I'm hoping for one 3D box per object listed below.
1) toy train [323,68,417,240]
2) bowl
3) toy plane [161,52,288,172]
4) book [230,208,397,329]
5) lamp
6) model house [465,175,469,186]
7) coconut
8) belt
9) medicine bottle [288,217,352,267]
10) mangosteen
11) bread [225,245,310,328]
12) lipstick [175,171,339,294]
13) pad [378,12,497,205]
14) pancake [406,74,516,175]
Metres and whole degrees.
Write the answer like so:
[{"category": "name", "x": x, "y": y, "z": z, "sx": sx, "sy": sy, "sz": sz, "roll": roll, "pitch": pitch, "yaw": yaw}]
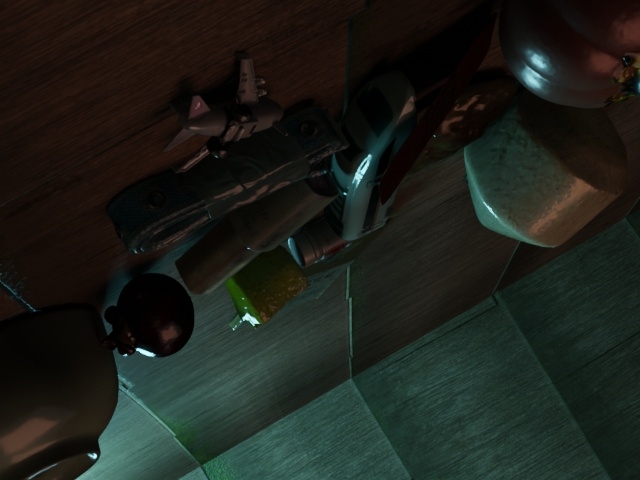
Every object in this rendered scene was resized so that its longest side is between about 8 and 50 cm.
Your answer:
[{"category": "toy train", "x": 0.060, "y": -0.111, "z": 1.564, "sx": 0.088, "sy": 0.086, "sz": 0.407, "roll": -25, "pitch": 163, "yaw": -12}, {"category": "bowl", "x": -0.426, "y": 0.261, "z": 1.599, "sx": 0.354, "sy": 0.185, "sz": 0.354, "roll": -29, "pitch": 165, "yaw": -9}, {"category": "toy plane", "x": -0.095, "y": -0.133, "z": 1.237, "sx": 0.171, "sy": 0.065, "sz": 0.162, "roll": -7, "pitch": 141, "yaw": -47}, {"category": "book", "x": -0.016, "y": 0.055, "z": 2.057, "sx": 0.217, "sy": 0.021, "sz": 0.310, "roll": -18, "pitch": 160, "yaw": -40}, {"category": "lamp", "x": 0.363, "y": -0.271, "z": 1.337, "sx": 0.305, "sy": 0.239, "sz": 0.305, "roll": -29, "pitch": 164, "yaw": -9}, {"category": "model house", "x": 0.433, "y": -0.117, "z": 2.132, "sx": 0.207, "sy": 0.154, "sz": 0.294, "roll": -43, "pitch": 162, "yaw": 33}, {"category": "coconut", "x": 0.346, "y": -0.113, "z": 1.827, "sx": 0.237, "sy": 0.237, "sz": 0.266, "roll": -11, "pitch": 148, "yaw": -53}, {"category": "belt", "x": -0.109, "y": -0.075, "z": 1.377, "sx": 0.302, "sy": 0.072, "sz": 0.087, "roll": -26, "pitch": 160, "yaw": -13}, {"category": "medicine bottle", "x": 0.000, "y": 0.000, "z": 1.839, "sx": 0.091, "sy": 0.058, "sz": 0.058, "roll": -27, "pitch": 164, "yaw": -18}, {"category": "mangosteen", "x": -0.245, "y": 0.112, "z": 1.599, "sx": 0.140, "sy": 0.140, "sz": 0.140, "roll": -29, "pitch": 165, "yaw": -9}, {"category": "bread", "x": -0.090, "y": 0.070, "z": 1.791, "sx": 0.114, "sy": 0.111, "sz": 0.129, "roll": -32, "pitch": -176, "yaw": -15}, {"category": "lipstick", "x": -0.092, "y": -0.018, "z": 1.564, "sx": 0.253, "sy": 0.079, "sz": 0.077, "roll": -40, "pitch": 162, "yaw": 26}, {"category": "pad", "x": 0.152, "y": -0.167, "z": 1.483, "sx": 0.267, "sy": 0.004, "sz": 0.181, "roll": -56, "pitch": 171, "yaw": -5}, {"category": "pancake", "x": 0.190, "y": -0.167, "z": 1.697, "sx": 0.242, "sy": 0.050, "sz": 0.242, "roll": -30, "pitch": 164, "yaw": -9}]
